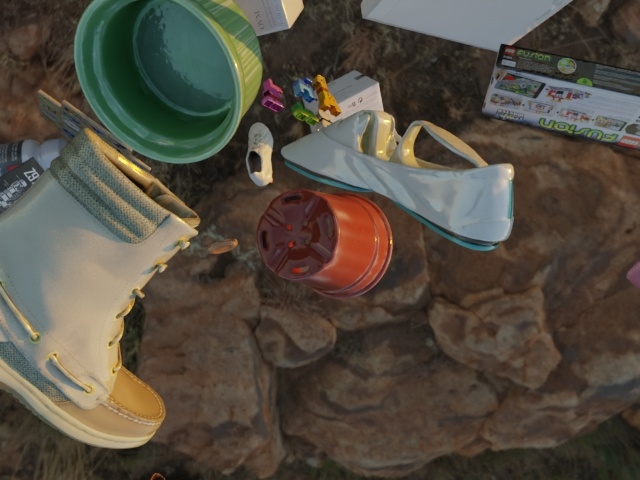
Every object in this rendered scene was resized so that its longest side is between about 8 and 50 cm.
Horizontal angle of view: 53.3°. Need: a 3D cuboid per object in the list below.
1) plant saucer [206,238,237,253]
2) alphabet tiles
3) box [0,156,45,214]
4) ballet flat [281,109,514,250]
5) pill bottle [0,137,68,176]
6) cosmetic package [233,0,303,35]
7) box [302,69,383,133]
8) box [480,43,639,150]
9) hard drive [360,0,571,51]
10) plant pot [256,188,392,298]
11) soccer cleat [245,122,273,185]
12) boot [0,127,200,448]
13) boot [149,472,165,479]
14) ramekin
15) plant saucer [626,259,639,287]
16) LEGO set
[{"bbox_3d":[-0.256,0.017,1.664,0.083,0.013,0.083,-17,165,-5],"label":"plant saucer"},{"bbox_3d":[-0.537,-0.235,1.509,0.285,0.342,0.011,36,75,-17],"label":"alphabet tiles"},{"bbox_3d":[-0.343,0.021,0.737,0.077,0.147,0.180,-16,115,49],"label":"box"},{"bbox_3d":[0.106,-0.116,0.908,0.139,0.400,0.139,-26,130,-36],"label":"ballet flat"},{"bbox_3d":[-0.777,-0.165,1.612,0.283,0.161,0.161,-12,127,-5],"label":"pill bottle"},{"bbox_3d":[-0.179,-0.499,1.192,0.224,0.138,0.224,-7,124,18],"label":"cosmetic package"},{"bbox_3d":[0.070,-0.335,1.744,0.181,0.119,0.182,-32,133,-16],"label":"box"},{"bbox_3d":[0.310,-0.174,0.784,0.207,0.036,0.114,15,162,9],"label":"box"},{"bbox_3d":[0.250,-0.407,1.063,0.307,0.040,0.203,3,163,-28],"label":"hard drive"},{"bbox_3d":[0.000,0.000,1.496,0.272,0.272,0.265,-40,161,15],"label":"plant pot"},{"bbox_3d":[-0.161,-0.234,1.658,0.068,0.196,0.076,-18,152,20],"label":"soccer cleat"},{"bbox_3d":[-0.141,0.044,0.441,0.165,0.077,0.213,-42,128,-3],"label":"boot"},{"bbox_3d":[-0.346,0.562,1.238,0.073,0.197,0.152,32,93,-29],"label":"boot"},{"bbox_3d":[-0.248,-0.299,1.096,0.303,0.148,0.303,10,127,14],"label":"ramekin"},{"bbox_3d":[0.625,-0.023,0.961,0.332,0.084,0.332,-31,158,-14],"label":"plant saucer"},{"bbox_3d":[-0.027,-0.321,1.413,0.087,0.093,0.227,-31,149,32],"label":"LEGO set"}]
